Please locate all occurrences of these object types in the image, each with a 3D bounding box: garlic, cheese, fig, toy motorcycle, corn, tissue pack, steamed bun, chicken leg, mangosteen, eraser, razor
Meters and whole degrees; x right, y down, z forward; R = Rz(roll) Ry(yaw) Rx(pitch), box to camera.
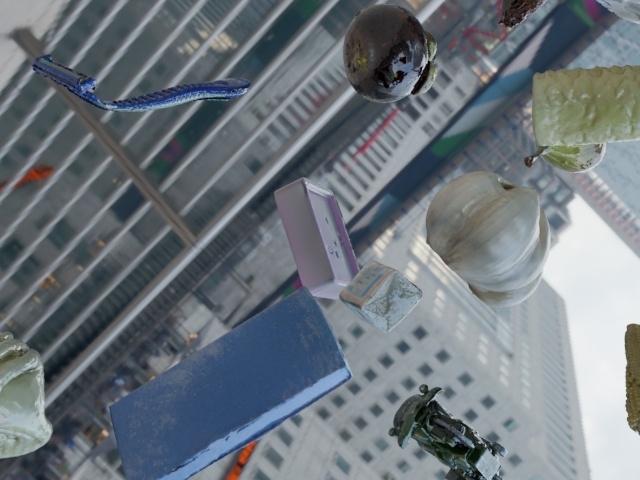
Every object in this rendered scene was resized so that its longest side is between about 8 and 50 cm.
[{"bbox_3d":[0.310,-0.006,1.452,0.203,0.281,0.185,-43,-160,2],"label":"garlic"},{"bbox_3d":[0.398,-0.196,1.234,0.123,0.167,0.094,65,30,-52],"label":"cheese"},{"bbox_3d":[0.525,-0.218,1.805,0.143,0.160,0.230,-26,174,30],"label":"fig"},{"bbox_3d":[0.227,0.355,1.471,0.187,0.275,0.125,24,-109,45],"label":"toy motorcycle"},{"bbox_3d":[0.785,0.340,2.057,0.086,0.086,0.288,-39,-140,55],"label":"corn"},{"bbox_3d":[0.074,0.068,1.044,0.074,0.059,0.094,-46,-164,-6],"label":"tissue pack"},{"bbox_3d":[-0.528,0.198,1.209,0.280,0.207,0.268,-13,153,10],"label":"steamed bun"},{"bbox_3d":[0.429,-0.511,1.695,0.048,0.090,0.219,4,149,-29],"label":"chicken leg"},{"bbox_3d":[0.152,-0.370,1.675,0.217,0.192,0.192,-5,160,-31],"label":"mangosteen"},{"bbox_3d":[-0.118,0.192,1.066,0.311,0.043,0.144,-32,-131,4],"label":"eraser"},{"bbox_3d":[-0.209,-0.193,1.088,0.324,0.093,0.056,-10,121,-52],"label":"razor"}]

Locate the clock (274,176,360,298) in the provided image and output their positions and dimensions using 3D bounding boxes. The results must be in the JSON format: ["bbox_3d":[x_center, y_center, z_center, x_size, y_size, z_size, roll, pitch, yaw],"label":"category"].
[{"bbox_3d":[0.000,0.000,1.475,0.063,0.197,0.150,-23,165,19],"label":"clock"}]

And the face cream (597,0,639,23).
[{"bbox_3d":[0.607,-0.485,1.581,0.111,0.206,0.206,-59,-178,7],"label":"face cream"}]
